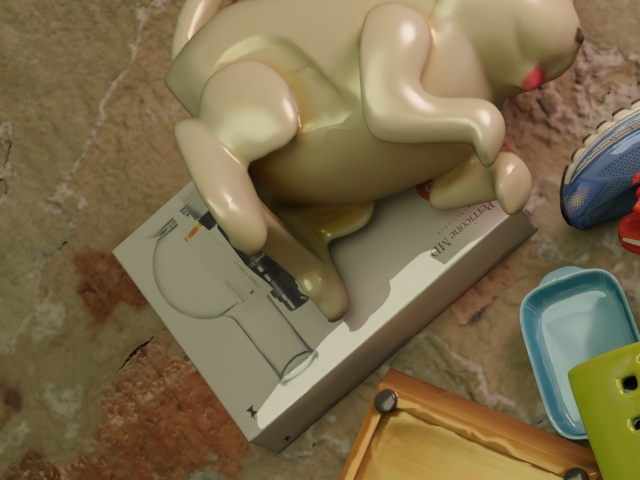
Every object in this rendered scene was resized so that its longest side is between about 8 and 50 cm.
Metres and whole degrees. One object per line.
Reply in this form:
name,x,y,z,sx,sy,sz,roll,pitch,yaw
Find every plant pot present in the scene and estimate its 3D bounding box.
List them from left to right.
plant pot,0.390,0.179,1.486,0.207,0.227,0.228,-35,62,32

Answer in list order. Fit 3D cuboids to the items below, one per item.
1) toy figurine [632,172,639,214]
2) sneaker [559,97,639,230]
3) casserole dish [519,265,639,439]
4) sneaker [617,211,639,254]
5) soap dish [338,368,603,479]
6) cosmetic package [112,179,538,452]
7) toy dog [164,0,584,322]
toy figurine,0.480,-0.100,1.511,0.217,0.191,0.362,41,98,-3
sneaker,0.396,-0.077,1.647,0.330,0.130,0.147,-22,65,14
casserole dish,0.273,0.118,1.689,0.114,0.037,0.188,-21,67,15
sneaker,0.393,0.046,1.603,0.221,0.087,0.128,12,123,24
soap dish,0.142,0.277,1.648,0.291,0.118,0.229,21,83,25
cosmetic package,0.000,0.000,1.803,0.377,0.097,0.284,-42,67,6
toy dog,0.075,-0.172,1.647,0.408,0.284,0.395,-33,50,8
